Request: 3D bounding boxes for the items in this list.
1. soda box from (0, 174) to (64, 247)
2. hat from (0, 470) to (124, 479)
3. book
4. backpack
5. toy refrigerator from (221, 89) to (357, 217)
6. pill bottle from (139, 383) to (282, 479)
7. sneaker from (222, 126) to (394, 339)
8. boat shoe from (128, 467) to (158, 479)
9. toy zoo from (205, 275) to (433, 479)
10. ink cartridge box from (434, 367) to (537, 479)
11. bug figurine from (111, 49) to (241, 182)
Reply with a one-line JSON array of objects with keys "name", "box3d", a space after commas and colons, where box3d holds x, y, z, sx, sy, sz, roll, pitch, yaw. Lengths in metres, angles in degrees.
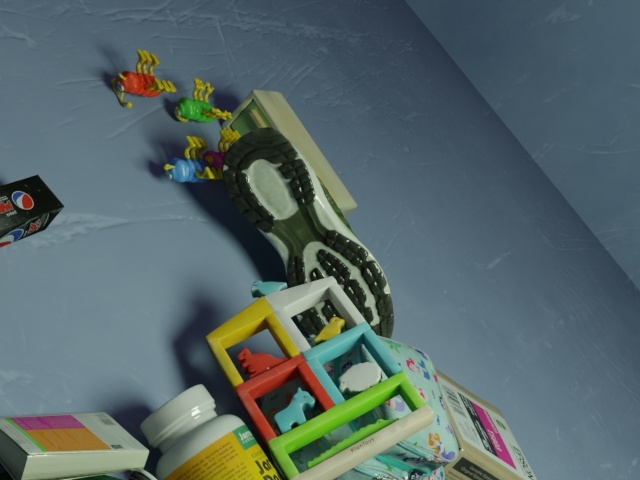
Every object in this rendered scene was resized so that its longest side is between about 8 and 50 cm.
[{"name": "soda box", "box3d": [-0.393, -0.026, 1.047, 0.060, 0.053, 0.169, 50, 30, 4]}, {"name": "hat", "box3d": [-0.243, 0.337, 0.831, 0.209, 0.183, 0.173, 10, 4, 23]}, {"name": "book", "box3d": [-0.266, 0.211, 0.910, 0.144, 0.035, 0.096, 9, 13, -47]}, {"name": "backpack", "box3d": [0.049, 0.242, 1.182, 0.254, 0.191, 0.225, 20, 40, -31]}, {"name": "toy refrigerator", "box3d": [-0.061, -0.136, 1.565, 0.094, 0.102, 0.269, -8, 61, -55]}, {"name": "pill bottle", "box3d": [-0.113, 0.273, 0.985, 0.208, 0.117, 0.118, 54, 30, 12]}, {"name": "sneaker", "box3d": [0.000, 0.000, 1.408, 0.410, 0.158, 0.182, 62, 11, -6]}, {"name": "boat shoe", "box3d": [-0.172, 0.298, 0.924, 0.038, 0.046, 0.125, -42, 119, -36]}, {"name": "toy zoo", "box3d": [-0.017, 0.158, 1.099, 0.192, 0.030, 0.293, -26, 52, -16]}, {"name": "ink cartridge box", "box3d": [0.225, 0.318, 1.347, 0.193, 0.088, 0.234, 34, 16, -23]}, {"name": "bug figurine", "box3d": [-0.221, -0.183, 1.442, 0.216, 0.072, 0.279, 4, 48, -53]}]
